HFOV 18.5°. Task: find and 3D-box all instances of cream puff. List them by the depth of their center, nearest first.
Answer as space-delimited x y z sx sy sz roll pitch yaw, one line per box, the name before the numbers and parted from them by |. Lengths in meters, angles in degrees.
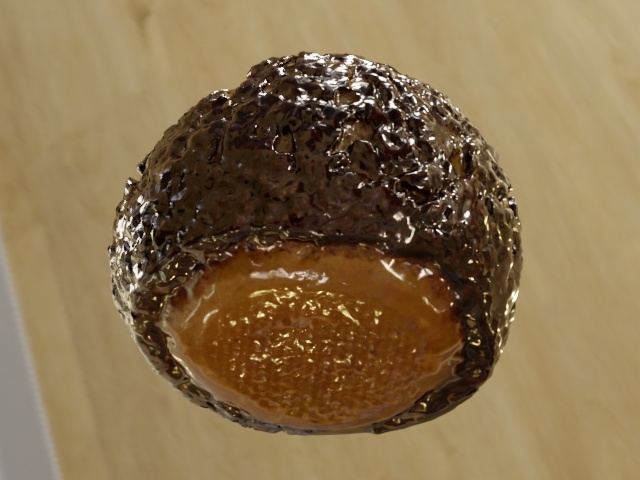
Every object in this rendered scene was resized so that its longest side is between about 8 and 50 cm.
cream puff | 0.000 0.000 1.123 0.239 0.239 0.164 -18 -136 22
